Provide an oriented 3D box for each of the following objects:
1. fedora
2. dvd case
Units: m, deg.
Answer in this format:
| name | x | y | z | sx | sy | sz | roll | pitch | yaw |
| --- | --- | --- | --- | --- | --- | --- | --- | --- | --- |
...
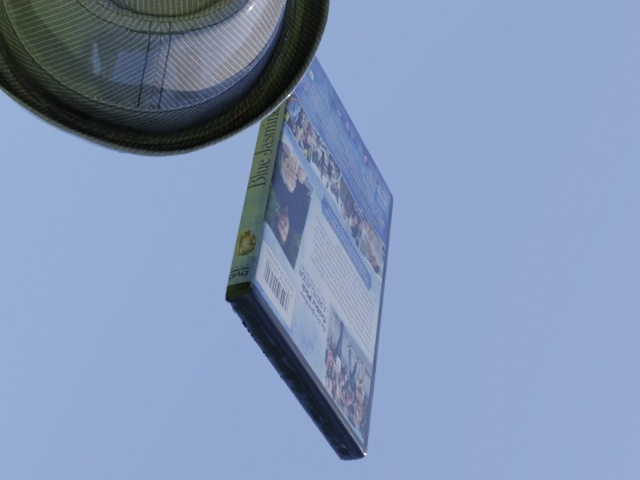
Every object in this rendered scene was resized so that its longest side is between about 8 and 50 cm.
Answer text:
| name | x | y | z | sx | sy | sz | roll | pitch | yaw |
| --- | --- | --- | --- | --- | --- | --- | --- | --- | --- |
| fedora | -0.102 | -0.191 | 0.856 | 0.124 | 0.244 | 0.275 | 120 | -25 | -63 |
| dvd case | 0.000 | 0.000 | 1.001 | 0.022 | 0.180 | 0.253 | -13 | -137 | 21 |
